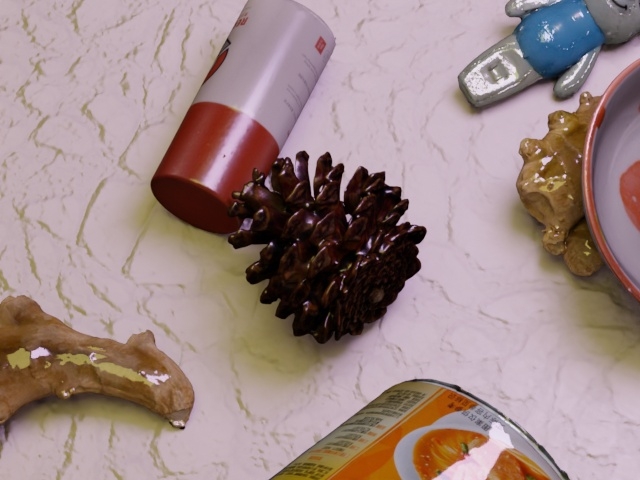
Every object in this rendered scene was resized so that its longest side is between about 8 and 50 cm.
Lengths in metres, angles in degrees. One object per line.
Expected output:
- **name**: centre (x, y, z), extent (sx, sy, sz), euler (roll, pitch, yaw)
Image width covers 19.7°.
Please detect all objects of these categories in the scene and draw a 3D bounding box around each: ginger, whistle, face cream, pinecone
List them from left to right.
- **ginger**: centre (-0.277, 0.113, 1.622), extent (0.333, 0.081, 0.148), euler (1, 47, 1)
- **face cream**: centre (-0.072, -0.119, 1.718), extent (0.096, 0.096, 0.214), euler (21, 66, 12)
- **pinecone**: centre (-0.005, -0.004, 1.620), extent (0.165, 0.163, 0.163), euler (37, 70, 18)
- **whistle**: centre (0.237, -0.202, 1.764), extent (0.235, 0.077, 0.114), euler (-31, 90, -11)
- **ginger**: centre (0.238, -0.074, 1.692), extent (0.115, 0.081, 0.205), euler (21, 66, 3)

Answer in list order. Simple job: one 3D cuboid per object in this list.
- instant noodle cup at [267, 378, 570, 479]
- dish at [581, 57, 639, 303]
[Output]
- **instant noodle cup**: centre (0.065, 0.259, 1.434), extent (0.296, 0.296, 0.214), euler (37, 59, 19)
- **dish**: centre (0.322, -0.040, 1.643), extent (0.260, 0.085, 0.260), euler (4, 80, -26)
